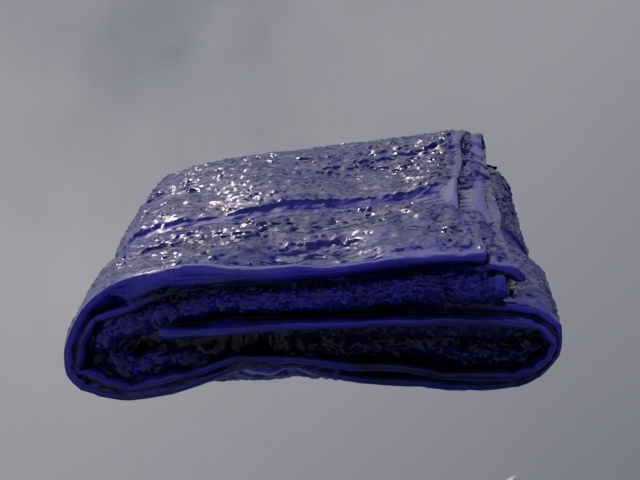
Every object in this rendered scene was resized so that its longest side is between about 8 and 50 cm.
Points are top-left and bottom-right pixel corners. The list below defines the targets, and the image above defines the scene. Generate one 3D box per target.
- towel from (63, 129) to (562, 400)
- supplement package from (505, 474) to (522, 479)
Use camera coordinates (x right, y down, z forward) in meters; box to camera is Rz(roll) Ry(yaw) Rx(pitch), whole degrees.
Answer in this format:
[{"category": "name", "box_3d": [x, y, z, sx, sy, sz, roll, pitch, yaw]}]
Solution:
[{"category": "towel", "box_3d": [0.000, 0.000, 0.892, 0.228, 0.308, 0.076, -1, -76, 2]}, {"category": "supplement package", "box_3d": [0.050, 0.223, 0.560, 0.198, 0.262, 0.199, 43, -102, 5]}]
